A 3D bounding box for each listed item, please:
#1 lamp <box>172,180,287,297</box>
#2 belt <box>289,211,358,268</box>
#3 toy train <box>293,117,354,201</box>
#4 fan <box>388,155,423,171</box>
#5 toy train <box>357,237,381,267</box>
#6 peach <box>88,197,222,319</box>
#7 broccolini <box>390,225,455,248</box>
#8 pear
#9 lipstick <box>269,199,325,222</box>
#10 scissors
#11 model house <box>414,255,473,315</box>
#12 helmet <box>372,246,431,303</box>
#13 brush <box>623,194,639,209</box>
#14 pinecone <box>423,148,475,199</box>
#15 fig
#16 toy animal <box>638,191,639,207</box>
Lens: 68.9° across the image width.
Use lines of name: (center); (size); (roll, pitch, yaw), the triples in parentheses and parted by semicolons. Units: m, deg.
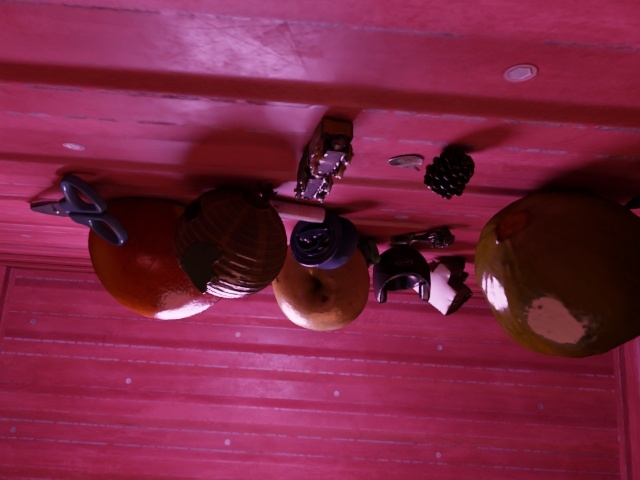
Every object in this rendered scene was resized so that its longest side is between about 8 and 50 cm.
lamp: (-0.179, -0.012, 1.004); (0.250, 0.250, 0.284); (13, 125, -38)
belt: (0.000, 0.000, 1.191); (0.190, 0.141, 0.082); (-4, 165, 44)
toy train: (0.003, -0.125, 0.747); (0.060, 0.081, 0.202); (6, 161, -14)
fan: (0.149, -0.135, 0.826); (0.060, 0.003, 0.080); (3, 168, 7)
toy train: (0.151, 0.042, 1.502); (0.081, 0.099, 0.149); (-16, 172, -24)
peach: (-0.434, 0.054, 1.233); (0.380, 0.306, 0.242); (6, 176, 15)
broccolini: (0.280, 0.003, 1.327); (0.067, 0.058, 0.216); (9, 168, -37)
pear: (0.005, 0.124, 1.422); (0.309, 0.309, 0.309); (4, 168, 1)
lipstick: (-0.060, -0.070, 1.119); (0.141, 0.040, 0.040); (7, 168, -17)
scissors: (-0.632, -0.076, 1.154); (0.447, 0.029, 0.192); (6, 135, 40)
model house: (0.495, 0.134, 1.732); (0.248, 0.176, 0.181); (-15, -135, -44)
helmet: (0.265, 0.116, 1.541); (0.189, 0.193, 0.216); (-3, 164, -1)
brush: (0.673, -0.081, 0.884); (0.190, 0.027, 0.034); (-5, 171, 6)
pinecone: (0.211, -0.109, 0.760); (0.077, 0.077, 0.083); (5, 164, -6)
fig: (0.461, 0.049, 0.902); (0.343, 0.343, 0.343); (4, 168, 1)
toy animal: (0.576, -0.093, 0.685); (0.146, 0.114, 0.245); (-4, 146, 5)
